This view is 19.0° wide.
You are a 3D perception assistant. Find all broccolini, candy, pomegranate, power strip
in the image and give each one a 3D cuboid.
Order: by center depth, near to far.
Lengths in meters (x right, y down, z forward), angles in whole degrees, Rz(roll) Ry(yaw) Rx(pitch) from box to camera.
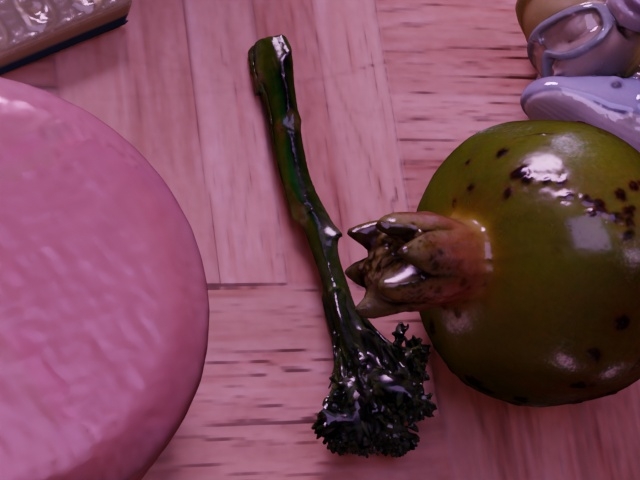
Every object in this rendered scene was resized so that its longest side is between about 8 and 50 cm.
[{"bbox_3d":[-0.184,0.041,0.944,0.255,0.094,0.255,8,66,-17],"label":"candy"},{"bbox_3d":[0.105,0.014,1.021,0.205,0.159,0.159,1,66,-37],"label":"pomegranate"},{"bbox_3d":[0.007,-0.002,1.056,0.071,0.057,0.254,16,56,-62],"label":"broccolini"},{"bbox_3d":[-0.169,-0.127,1.057,0.123,0.032,0.056,-27,77,-27],"label":"power strip"}]

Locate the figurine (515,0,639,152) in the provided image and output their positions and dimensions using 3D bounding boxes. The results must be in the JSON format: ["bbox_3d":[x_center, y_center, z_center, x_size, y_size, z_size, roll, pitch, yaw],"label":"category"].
[{"bbox_3d":[0.203,-0.099,1.130,0.208,0.128,0.184,-16,71,-33],"label":"figurine"}]
